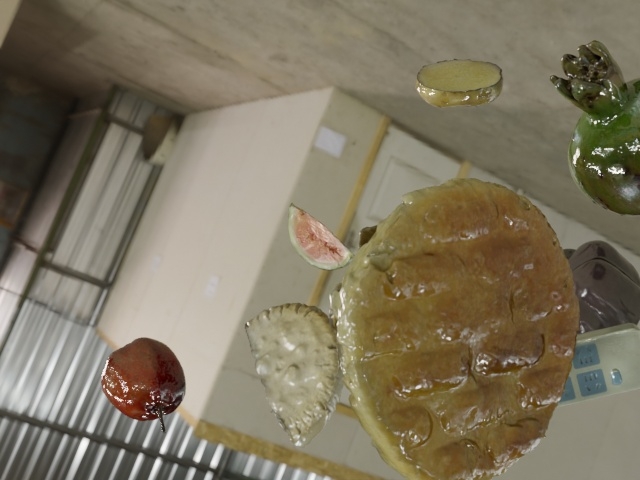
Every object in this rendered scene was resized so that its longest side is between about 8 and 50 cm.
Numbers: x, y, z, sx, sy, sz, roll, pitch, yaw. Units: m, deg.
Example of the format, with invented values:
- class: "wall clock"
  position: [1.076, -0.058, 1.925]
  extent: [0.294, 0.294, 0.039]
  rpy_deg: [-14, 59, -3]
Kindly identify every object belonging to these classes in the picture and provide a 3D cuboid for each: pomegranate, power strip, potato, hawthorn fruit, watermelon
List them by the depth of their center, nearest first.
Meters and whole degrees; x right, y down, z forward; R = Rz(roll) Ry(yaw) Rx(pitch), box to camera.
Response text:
- class: "power strip"
  position: [0.313, 0.159, 1.013]
  extent: [0.192, 0.082, 0.035]
  rpy_deg: [-15, -171, 12]
- class: "pomegranate"
  position: [0.479, -0.167, 1.296]
  extent: [0.305, 0.243, 0.242]
  rpy_deg: [26, 173, -2]
- class: "hawthorn fruit"
  position: [-0.328, 0.281, 1.550]
  extent: [0.194, 0.157, 0.157]
  rpy_deg: [54, -167, 32]
- class: "watermelon"
  position: [-0.008, 0.011, 1.559]
  extent: [0.163, 0.069, 0.087]
  rpy_deg: [40, 170, 20]
- class: "potato"
  position: [0.320, -0.352, 1.888]
  extent: [0.200, 0.164, 0.081]
  rpy_deg: [1, 130, 8]

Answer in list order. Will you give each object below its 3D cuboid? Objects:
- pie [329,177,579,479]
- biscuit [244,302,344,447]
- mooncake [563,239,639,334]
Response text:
- class: "pie"
  position: [0.155, 0.097, 0.888]
  extent: [0.339, 0.340, 0.083]
  rpy_deg: [26, 168, -27]
- class: "biscuit"
  position: [-0.041, 0.200, 1.415]
  extent: [0.084, 0.179, 0.281]
  rpy_deg: [35, -167, -41]
- class: "mooncake"
  position: [0.456, 0.117, 1.454]
  extent: [0.133, 0.245, 0.245]
  rpy_deg: [42, 170, -8]
